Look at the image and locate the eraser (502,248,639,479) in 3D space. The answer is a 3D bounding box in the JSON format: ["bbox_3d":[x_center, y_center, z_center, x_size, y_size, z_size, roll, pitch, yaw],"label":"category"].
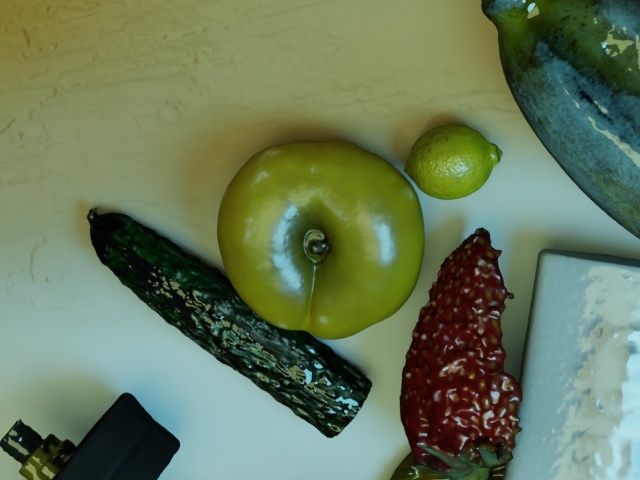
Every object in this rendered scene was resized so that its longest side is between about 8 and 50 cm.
[{"bbox_3d":[0.246,0.151,1.501,0.174,0.095,0.270,9,96,2],"label":"eraser"}]

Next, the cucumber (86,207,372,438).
[{"bbox_3d":[-0.089,0.065,1.585,0.293,0.067,0.067,35,110,-1],"label":"cucumber"}]

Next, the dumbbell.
[{"bbox_3d":[-0.121,0.286,1.599,0.388,0.185,0.185,38,110,-3],"label":"dumbbell"}]

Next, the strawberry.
[{"bbox_3d":[0.102,0.103,1.513,0.087,0.167,0.208,-2,67,-15],"label":"strawberry"}]

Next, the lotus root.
[{"bbox_3d":[0.238,-0.114,1.427,0.322,0.140,0.158,42,93,2],"label":"lotus root"}]

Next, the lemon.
[{"bbox_3d":[0.110,-0.065,1.505,0.083,0.062,0.062,-12,105,11],"label":"lemon"}]

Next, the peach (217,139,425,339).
[{"bbox_3d":[0.000,0.000,1.526,0.179,0.103,0.179,4,111,10],"label":"peach"}]

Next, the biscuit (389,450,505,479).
[{"bbox_3d":[0.200,0.288,1.611,0.317,0.040,0.318,3,107,10],"label":"biscuit"}]
